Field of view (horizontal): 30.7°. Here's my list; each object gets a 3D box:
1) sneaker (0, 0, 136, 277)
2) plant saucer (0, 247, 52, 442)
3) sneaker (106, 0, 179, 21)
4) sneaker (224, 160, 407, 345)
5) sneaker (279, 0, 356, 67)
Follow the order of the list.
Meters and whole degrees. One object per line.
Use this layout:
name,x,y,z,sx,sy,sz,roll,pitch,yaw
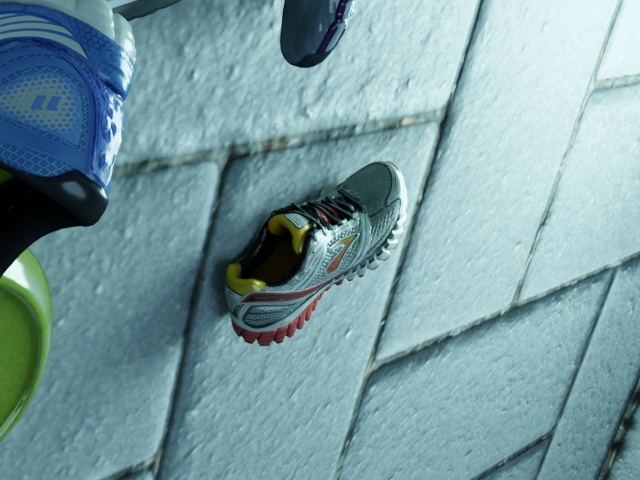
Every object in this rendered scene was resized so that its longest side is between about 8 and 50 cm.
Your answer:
sneaker,-0.244,-0.016,0.586,0.329,0.147,0.130,-19,148,20
plant saucer,-0.285,0.100,0.844,0.241,0.037,0.241,-34,140,-35
sneaker,-0.088,-0.296,0.669,0.447,0.169,0.258,-31,135,-31
sneaker,0.000,0.000,1.107,0.225,0.088,0.093,-45,144,-22
sneaker,-0.015,-0.250,0.908,0.098,0.083,0.224,5,106,-36
